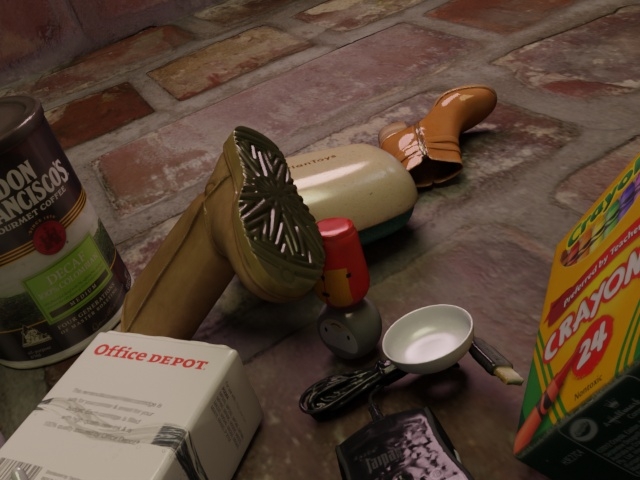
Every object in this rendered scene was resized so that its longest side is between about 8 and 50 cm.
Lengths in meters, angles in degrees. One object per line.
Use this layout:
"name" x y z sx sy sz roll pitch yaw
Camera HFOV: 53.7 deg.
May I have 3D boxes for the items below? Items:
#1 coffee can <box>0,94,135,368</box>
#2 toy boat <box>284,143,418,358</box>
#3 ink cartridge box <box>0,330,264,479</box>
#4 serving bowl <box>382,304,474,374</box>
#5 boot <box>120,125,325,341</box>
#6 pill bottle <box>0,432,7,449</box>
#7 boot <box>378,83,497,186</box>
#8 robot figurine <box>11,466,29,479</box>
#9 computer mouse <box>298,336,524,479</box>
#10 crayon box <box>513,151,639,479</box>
"coffee can" -0.377 -0.010 0.777 0.202 0.275 0.201 -11 35 8
"toy boat" 0.000 0.000 0.743 0.268 0.148 0.318 -13 26 -4
"ink cartridge box" -0.180 0.201 0.547 0.172 0.100 0.237 2 39 26
"serving bowl" 0.099 0.092 0.566 0.083 0.027 0.083 -21 23 9
"boot" -0.114 0.048 0.641 0.269 0.089 0.236 -51 31 27
"pill bottle" -0.443 0.245 0.520 0.334 0.187 0.188 -36 38 -25
"boot" 0.184 -0.146 0.916 0.197 0.073 0.152 -26 32 8
"robot figurine" -0.090 0.271 0.226 0.300 0.200 0.353 -1 77 14
"computer mouse" 0.097 0.170 0.515 0.184 0.060 0.262 -26 23 -5
"crayon box" 0.266 0.025 0.515 0.081 0.202 0.318 29 45 5
